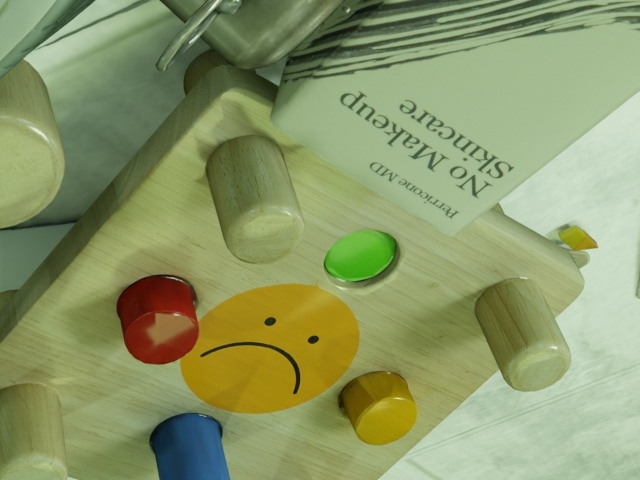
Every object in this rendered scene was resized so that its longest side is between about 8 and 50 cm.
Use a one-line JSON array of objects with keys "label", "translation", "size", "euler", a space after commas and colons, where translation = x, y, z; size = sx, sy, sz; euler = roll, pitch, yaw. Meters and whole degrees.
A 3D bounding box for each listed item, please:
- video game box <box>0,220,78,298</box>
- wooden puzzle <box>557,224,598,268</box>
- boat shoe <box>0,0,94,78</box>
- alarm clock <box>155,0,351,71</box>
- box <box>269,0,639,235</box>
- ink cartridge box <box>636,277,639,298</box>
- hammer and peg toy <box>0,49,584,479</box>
[{"label": "video game box", "translation": [-0.189, 0.053, 0.893], "size": [0.205, 0.048, 0.187], "euler": [-7, 152, -27]}, {"label": "wooden puzzle", "translation": [0.163, 0.021, 1.151], "size": [0.116, 0.014, 0.078], "euler": [-32, 151, 28]}, {"label": "boat shoe", "translation": [-0.068, -0.154, 0.449], "size": [0.118, 0.103, 0.320], "euler": [-50, -175, -38]}, {"label": "alarm clock", "translation": [-0.007, -0.108, 0.518], "size": [0.129, 0.064, 0.192], "euler": [-39, -170, 42]}, {"label": "box", "translation": [0.101, -0.121, 0.602], "size": [0.113, 0.094, 0.275], "euler": [30, 137, -16]}, {"label": "ink cartridge box", "translation": [0.448, -0.045, 1.183], "size": [0.385, 0.091, 0.308], "euler": [-4, 160, 8]}, {"label": "hammer and peg toy", "translation": [-0.073, 0.035, 0.753], "size": [0.361, 0.127, 0.266], "euler": [25, 120, -34]}]
